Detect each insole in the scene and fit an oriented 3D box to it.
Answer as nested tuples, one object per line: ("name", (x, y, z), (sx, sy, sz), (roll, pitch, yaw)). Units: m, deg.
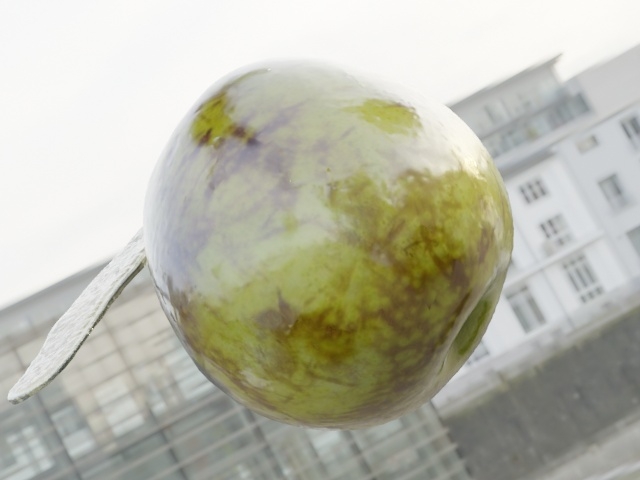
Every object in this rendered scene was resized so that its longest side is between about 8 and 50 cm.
("insole", (-0.178, 0.046, 1.103), (0.081, 0.011, 0.248), (-28, 19, 33))

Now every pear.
("pear", (0.000, 0.000, 1.006), (0.283, 0.283, 0.283), (-28, -6, -3))
